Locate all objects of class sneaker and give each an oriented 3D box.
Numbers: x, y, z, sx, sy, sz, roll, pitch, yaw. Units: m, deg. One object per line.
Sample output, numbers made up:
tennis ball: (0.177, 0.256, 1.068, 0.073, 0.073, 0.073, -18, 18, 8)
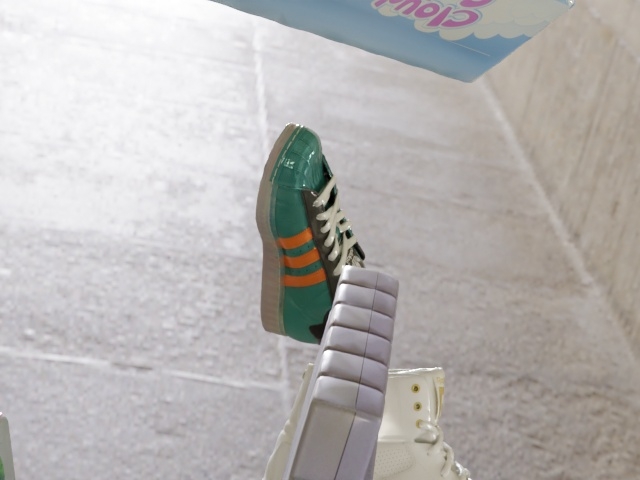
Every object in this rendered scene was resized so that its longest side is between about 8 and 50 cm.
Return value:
sneaker: (0.104, 0.201, 1.064, 0.292, 0.169, 0.108, 19, -3, 3)
sneaker: (0.000, 0.000, 1.387, 0.121, 0.302, 0.108, 15, 44, 16)

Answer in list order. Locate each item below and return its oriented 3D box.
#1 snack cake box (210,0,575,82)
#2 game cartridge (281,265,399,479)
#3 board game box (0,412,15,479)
snack cake box: (-0.001, -0.191, 0.614, 0.264, 0.089, 0.152, 10, 59, -38)
game cartridge: (-0.013, 0.221, 0.880, 0.068, 0.355, 0.230, 14, 22, -3)
board game box: (-0.347, 0.197, 0.706, 0.224, 0.098, 0.303, 6, 23, 12)
